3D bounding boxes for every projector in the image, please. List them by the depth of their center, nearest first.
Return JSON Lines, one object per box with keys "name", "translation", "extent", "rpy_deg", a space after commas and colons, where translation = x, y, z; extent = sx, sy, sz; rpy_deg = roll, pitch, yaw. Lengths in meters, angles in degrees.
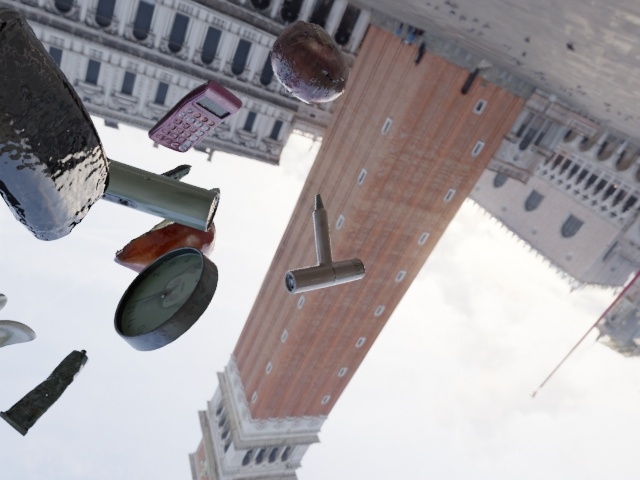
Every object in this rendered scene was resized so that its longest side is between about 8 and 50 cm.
{"name": "projector", "translation": [-0.427, -0.121, 1.165], "extent": [0.337, 0.108, 0.108], "rpy_deg": [17, -154, -4]}

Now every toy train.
{"name": "toy train", "translation": [-0.505, -0.205, 1.537], "extent": [0.043, 0.047, 0.207], "rpy_deg": [20, -142, 27]}

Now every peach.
{"name": "peach", "translation": [-0.510, 0.031, 1.612], "extent": [0.361, 0.257, 0.201], "rpy_deg": [-37, -74, -32]}

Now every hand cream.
{"name": "hand cream", "translation": [-0.679, 0.364, 1.181], "extent": [0.075, 0.052, 0.248], "rpy_deg": [25, -147, 3]}

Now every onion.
{"name": "onion", "translation": [-0.041, -0.512, 1.382], "extent": [0.252, 0.219, 0.252], "rpy_deg": [16, -122, -27]}

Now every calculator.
{"name": "calculator", "translation": [-0.270, -0.264, 1.005], "extent": [0.034, 0.190, 0.126], "rpy_deg": [61, -164, 16]}

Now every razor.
{"name": "razor", "translation": [-0.418, -0.148, 0.682], "extent": [0.107, 0.327, 0.189], "rpy_deg": [17, -121, 9]}

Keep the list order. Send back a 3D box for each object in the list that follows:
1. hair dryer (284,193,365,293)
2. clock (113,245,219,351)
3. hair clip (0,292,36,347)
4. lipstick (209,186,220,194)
{"name": "hair dryer", "translation": [-0.011, -0.001, 1.073], "extent": [0.195, 0.053, 0.221], "rpy_deg": [-10, -100, -35]}
{"name": "clock", "translation": [-0.430, 0.153, 1.297], "extent": [0.066, 0.318, 0.319], "rpy_deg": [53, -174, -37]}
{"name": "hair clip", "translation": [-0.729, 0.186, 0.914], "extent": [0.282, 0.172, 0.113], "rpy_deg": [-13, -116, -40]}
{"name": "lipstick", "translation": [-0.438, -0.178, 1.770], "extent": [0.116, 0.037, 0.037], "rpy_deg": [-5, -152, 0]}
